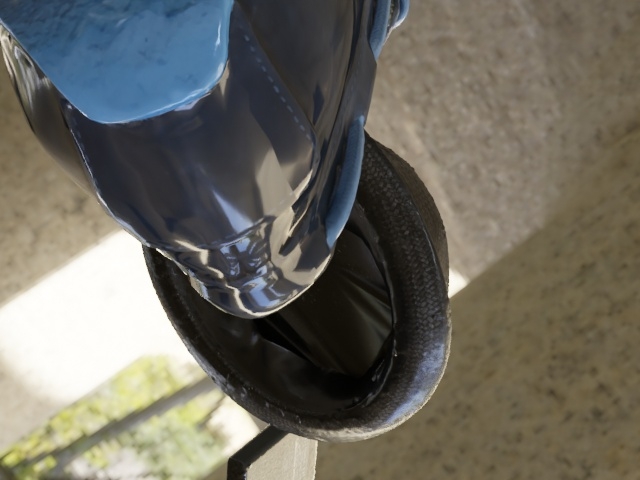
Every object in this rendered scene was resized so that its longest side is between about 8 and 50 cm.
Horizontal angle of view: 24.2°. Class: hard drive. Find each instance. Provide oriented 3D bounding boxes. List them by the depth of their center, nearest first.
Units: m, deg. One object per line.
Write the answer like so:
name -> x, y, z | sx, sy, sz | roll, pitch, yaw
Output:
hard drive -> -0.045, 0.217, 1.406 | 0.022, 0.135, 0.094 | 17, 117, 25

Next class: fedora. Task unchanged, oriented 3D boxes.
fedora -> 0.000, 0.000, 1.281 | 0.334, 0.152, 0.334 | 14, 115, 32

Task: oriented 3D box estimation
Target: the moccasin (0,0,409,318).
moccasin -> -0.039, -0.090, 0.513 | 0.342, 0.138, 0.117 | -77, -31, -57
